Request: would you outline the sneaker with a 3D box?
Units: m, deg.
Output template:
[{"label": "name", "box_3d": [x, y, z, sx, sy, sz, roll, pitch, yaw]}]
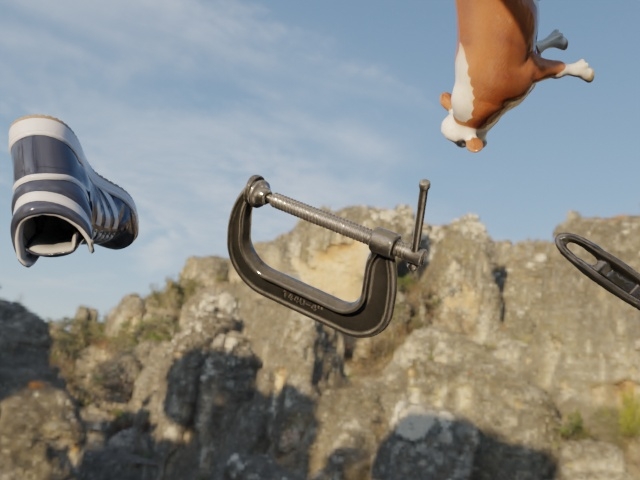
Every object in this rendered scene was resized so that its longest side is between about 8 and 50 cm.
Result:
[{"label": "sneaker", "box_3d": [-0.305, -0.017, 0.966, 0.099, 0.153, 0.282, -15, -28, 3]}]

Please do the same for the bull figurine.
[{"label": "bull figurine", "box_3d": [0.233, -0.253, 0.945, 0.188, 0.311, 0.101, -18, 34, -13]}]

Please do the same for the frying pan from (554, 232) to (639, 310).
[{"label": "frying pan", "box_3d": [0.349, 0.074, 0.617, 0.197, 0.326, 0.053, -26, -33, 9]}]

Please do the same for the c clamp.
[{"label": "c clamp", "box_3d": [0.000, 0.000, 0.520, 0.160, 0.137, 0.022, 17, 37, 27]}]
